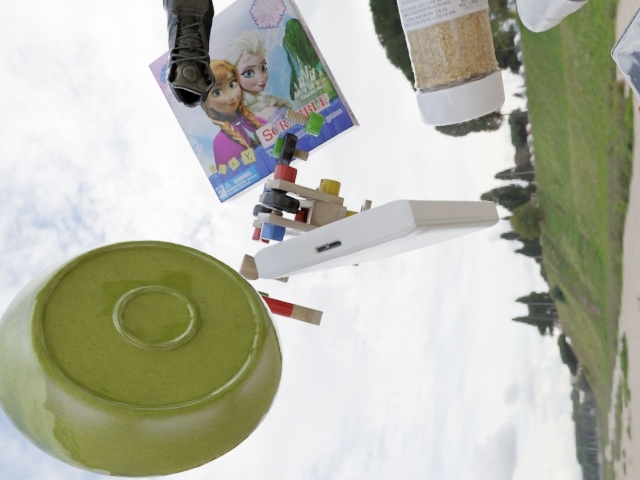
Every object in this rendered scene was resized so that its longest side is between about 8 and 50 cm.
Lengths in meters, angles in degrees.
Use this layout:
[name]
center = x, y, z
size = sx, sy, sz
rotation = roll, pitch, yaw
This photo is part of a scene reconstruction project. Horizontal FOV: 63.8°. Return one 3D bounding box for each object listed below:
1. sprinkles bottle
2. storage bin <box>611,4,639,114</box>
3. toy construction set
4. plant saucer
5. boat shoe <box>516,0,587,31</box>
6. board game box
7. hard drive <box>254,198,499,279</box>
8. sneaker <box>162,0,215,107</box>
[sprinkles bottle]
center = 0.158, -0.341, 0.684
size = 0.121, 0.121, 0.356
rotation = -46, -56, -53
[storage bin]
center = 0.265, -0.135, 0.366
size = 0.091, 0.098, 0.135
rotation = 61, -171, 14
[toy construction set]
center = 0.000, 0.000, 0.860
size = 0.257, 0.237, 0.309
rotation = 124, 160, -58
[plant saucer]
center = -0.142, 0.075, 0.440
size = 0.241, 0.240, 0.037
rotation = -48, -15, -52
[boat shoe]
center = 0.219, -0.315, 0.461
size = 0.088, 0.096, 0.268
rotation = 125, 152, -74
[board game box]
center = -0.135, -0.286, 1.012
size = 0.318, 0.318, 0.066
rotation = 62, -162, -1
[hard drive]
center = 0.090, -0.006, 0.663
size = 0.307, 0.202, 0.040
rotation = -5, -102, -56
[sneaker]
center = -0.213, -0.326, 0.847
size = 0.087, 0.130, 0.228
rotation = -2, -57, -23
